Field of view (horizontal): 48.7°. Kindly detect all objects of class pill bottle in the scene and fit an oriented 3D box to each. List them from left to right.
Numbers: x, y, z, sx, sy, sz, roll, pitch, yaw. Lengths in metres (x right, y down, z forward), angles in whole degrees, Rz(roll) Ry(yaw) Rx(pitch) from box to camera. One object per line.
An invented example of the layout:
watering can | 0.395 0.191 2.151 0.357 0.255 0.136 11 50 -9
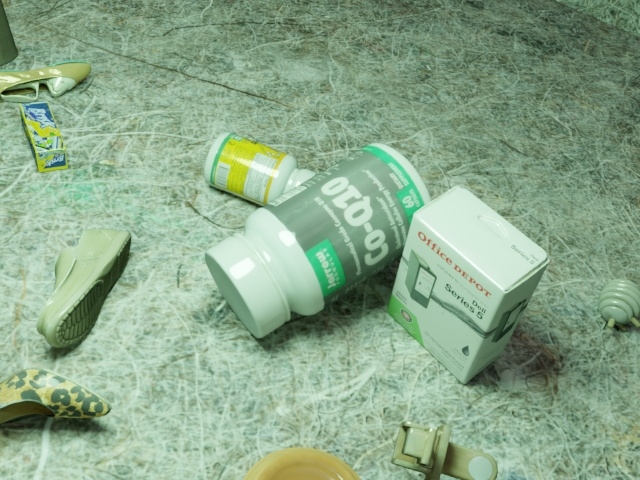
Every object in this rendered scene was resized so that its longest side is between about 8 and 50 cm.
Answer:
pill bottle | -0.117 -0.132 1.427 0.209 0.117 0.117 22 43 8
pill bottle | 0.000 0.000 1.210 0.361 0.204 0.204 -33 59 -18

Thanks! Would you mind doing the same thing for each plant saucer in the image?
plant saucer | -0.020 0.374 0.983 0.200 0.037 0.199 8 43 -8

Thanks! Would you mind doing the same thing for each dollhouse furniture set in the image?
dollhouse furniture set | 0.163 0.359 0.798 0.174 0.355 0.303 16 72 2

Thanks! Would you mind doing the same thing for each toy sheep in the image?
toy sheep | 0.585 0.124 1.378 0.091 0.091 0.132 27 49 13

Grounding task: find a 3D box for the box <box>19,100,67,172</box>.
box | -0.563 -0.213 1.435 0.059 0.054 0.168 -13 50 -26

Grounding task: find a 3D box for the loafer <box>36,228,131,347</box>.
loafer | -0.398 0.070 1.159 0.092 0.101 0.268 15 33 2

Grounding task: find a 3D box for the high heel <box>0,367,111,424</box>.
high heel | -0.435 0.263 0.961 0.262 0.093 0.186 13 53 -3

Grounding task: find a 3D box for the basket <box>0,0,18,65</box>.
basket | -0.790 -0.523 1.571 0.205 0.226 0.154 7 43 -9

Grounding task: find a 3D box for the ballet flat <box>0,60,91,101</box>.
ballet flat | -0.615 -0.342 1.558 0.232 0.080 0.073 -15 78 -25

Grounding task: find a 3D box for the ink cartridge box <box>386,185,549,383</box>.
ink cartridge box | 0.234 0.078 1.181 0.115 0.272 0.198 -31 58 -28
